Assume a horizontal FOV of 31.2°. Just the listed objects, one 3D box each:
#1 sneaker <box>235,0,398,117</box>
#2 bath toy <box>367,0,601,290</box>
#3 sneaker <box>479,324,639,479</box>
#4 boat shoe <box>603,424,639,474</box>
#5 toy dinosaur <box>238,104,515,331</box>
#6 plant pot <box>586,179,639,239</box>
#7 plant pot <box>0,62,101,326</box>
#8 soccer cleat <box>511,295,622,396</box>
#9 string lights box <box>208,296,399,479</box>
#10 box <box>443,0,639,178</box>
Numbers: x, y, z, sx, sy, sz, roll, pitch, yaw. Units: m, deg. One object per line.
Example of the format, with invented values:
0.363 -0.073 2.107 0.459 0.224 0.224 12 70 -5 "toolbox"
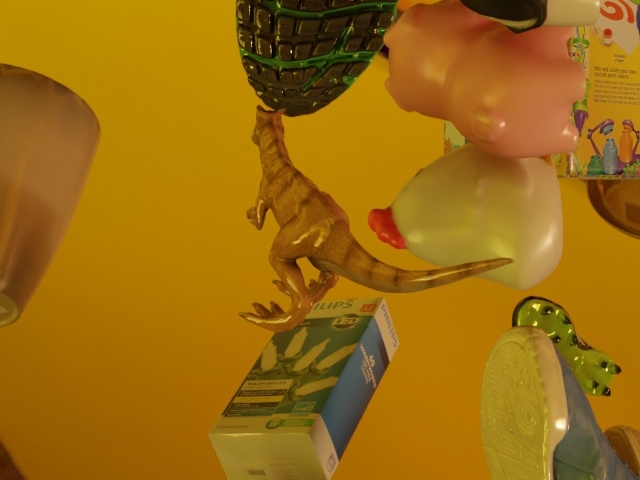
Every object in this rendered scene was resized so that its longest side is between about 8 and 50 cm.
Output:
0.013 -0.272 1.000 0.134 0.146 0.344 13 -94 -1 "sneaker"
0.091 -0.119 0.704 0.129 0.348 0.151 -2 -142 0 "bath toy"
0.133 0.114 0.557 0.084 0.058 0.152 -2 -109 -29 "sneaker"
0.479 0.386 1.601 0.089 0.104 0.285 -19 -95 -22 "boat shoe"
0.000 0.000 0.635 0.064 0.112 0.211 -8 -141 -36 "toy dinosaur"
0.462 -0.074 1.468 0.236 0.032 0.236 -14 -139 13 "plant pot"
-0.419 -0.038 1.442 0.256 0.256 0.274 10 -121 -16 "plant pot"
0.222 0.101 1.102 0.072 0.060 0.179 21 168 47 "soccer cleat"
-0.012 0.173 1.361 0.133 0.077 0.260 -6 -150 27 "string lights box"
0.294 -0.202 1.197 0.290 0.177 0.279 -1 -87 -35 "box"
